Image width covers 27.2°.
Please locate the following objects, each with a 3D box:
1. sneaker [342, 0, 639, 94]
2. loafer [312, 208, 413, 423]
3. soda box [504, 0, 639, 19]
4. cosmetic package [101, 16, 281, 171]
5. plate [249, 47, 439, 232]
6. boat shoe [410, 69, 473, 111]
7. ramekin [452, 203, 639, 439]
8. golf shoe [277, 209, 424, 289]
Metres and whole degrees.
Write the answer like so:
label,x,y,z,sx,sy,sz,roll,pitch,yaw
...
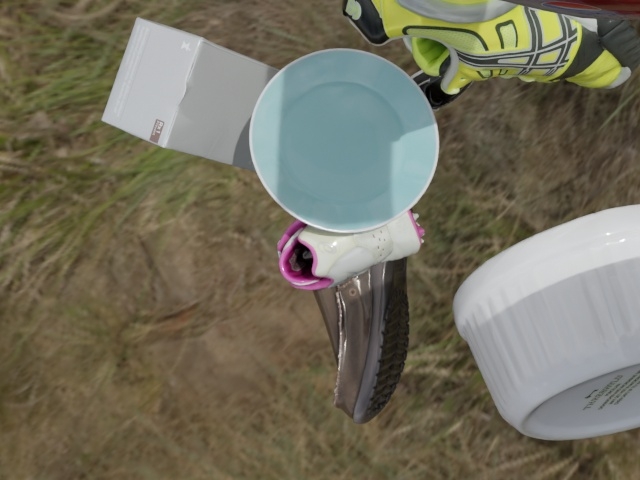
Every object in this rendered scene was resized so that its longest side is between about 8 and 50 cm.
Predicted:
label,x,y,z,sx,sy,sz,roll,pitch,yaw
sneaker,0.145,-0.197,1.117,0.147,0.384,0.145,-48,56,17
loafer,0.051,0.071,1.853,0.130,0.134,0.366,4,85,20
soda box,0.137,-0.225,0.541,0.092,0.083,0.263,10,98,42
cosmetic package,-0.122,-0.156,1.488,0.107,0.238,0.127,23,94,32
plate,0.023,-0.098,1.307,0.188,0.024,0.188,1,79,-6
boat shoe,0.123,-0.158,1.388,0.046,0.038,0.125,23,145,-24
ramekin,0.263,0.083,1.184,0.273,0.273,0.127,-23,64,21
golf shoe,0.000,0.000,1.457,0.140,0.306,0.115,-26,88,-18
